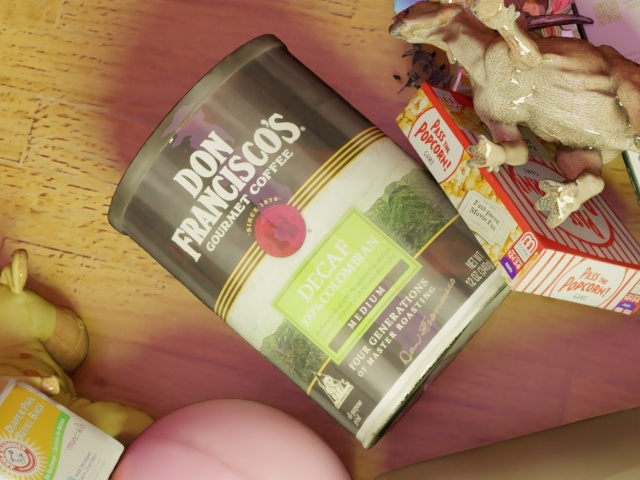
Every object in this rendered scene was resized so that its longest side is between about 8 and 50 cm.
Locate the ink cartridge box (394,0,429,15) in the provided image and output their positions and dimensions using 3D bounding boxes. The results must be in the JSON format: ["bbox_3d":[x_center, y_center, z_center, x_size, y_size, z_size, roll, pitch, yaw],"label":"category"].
[{"bbox_3d":[0.077,-0.229,1.556,0.028,0.048,0.083,-1,86,7],"label":"ink cartridge box"}]

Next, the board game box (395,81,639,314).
[{"bbox_3d":[0.161,-0.032,1.443,0.045,0.146,0.193,-52,49,25],"label":"board game box"}]

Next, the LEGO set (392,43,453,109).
[{"bbox_3d":[0.087,-0.130,1.562,0.054,0.023,0.083,23,106,29],"label":"LEGO set"}]

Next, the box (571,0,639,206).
[{"bbox_3d":[0.355,-0.076,1.448,0.232,0.058,0.322,-18,72,8],"label":"box"}]

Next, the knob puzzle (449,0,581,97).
[{"bbox_3d":[0.193,-0.216,1.551,0.213,0.030,0.213,-1,85,7],"label":"knob puzzle"}]

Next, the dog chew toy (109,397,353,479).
[{"bbox_3d":[-0.112,0.279,1.392,0.206,0.207,0.332,34,63,8],"label":"dog chew toy"}]

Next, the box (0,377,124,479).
[{"bbox_3d":[-0.248,0.223,1.390,0.103,0.114,0.203,32,117,-4],"label":"box"}]

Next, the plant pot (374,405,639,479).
[{"bbox_3d":[0.178,0.264,1.348,0.280,0.323,0.323,0,85,-1],"label":"plant pot"}]

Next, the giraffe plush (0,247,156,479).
[{"bbox_3d":[-0.245,0.113,1.525,0.181,0.210,0.170,-29,48,17],"label":"giraffe plush"}]

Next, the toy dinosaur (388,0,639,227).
[{"bbox_3d":[0.191,-0.118,1.412,0.295,0.200,0.127,35,119,2],"label":"toy dinosaur"}]

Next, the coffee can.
[{"bbox_3d":[0.000,0.000,1.470,0.275,0.201,0.201,41,91,8],"label":"coffee can"}]
